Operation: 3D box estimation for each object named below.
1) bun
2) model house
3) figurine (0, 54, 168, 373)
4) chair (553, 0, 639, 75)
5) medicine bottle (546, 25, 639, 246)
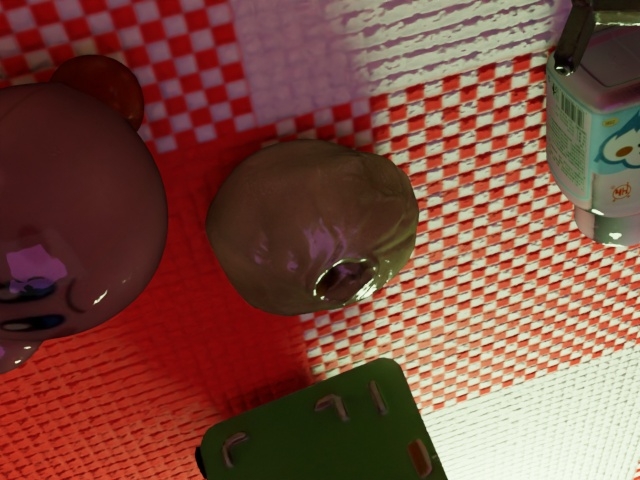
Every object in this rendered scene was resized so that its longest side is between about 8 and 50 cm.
[{"bbox_3d":[0.000,0.000,0.632,0.173,0.113,0.166,-27,136,8],"label":"bun"},{"bbox_3d":[0.058,0.364,0.850,0.243,0.357,0.313,-25,147,0],"label":"model house"},{"bbox_3d":[-0.183,-0.016,0.504,0.173,0.173,0.173,-11,135,-12],"label":"figurine"},{"bbox_3d":[0.244,-0.247,0.501,0.136,0.147,0.270,51,58,-48],"label":"chair"},{"bbox_3d":[0.264,-0.085,0.670,0.119,0.094,0.188,-20,136,-3],"label":"medicine bottle"}]
